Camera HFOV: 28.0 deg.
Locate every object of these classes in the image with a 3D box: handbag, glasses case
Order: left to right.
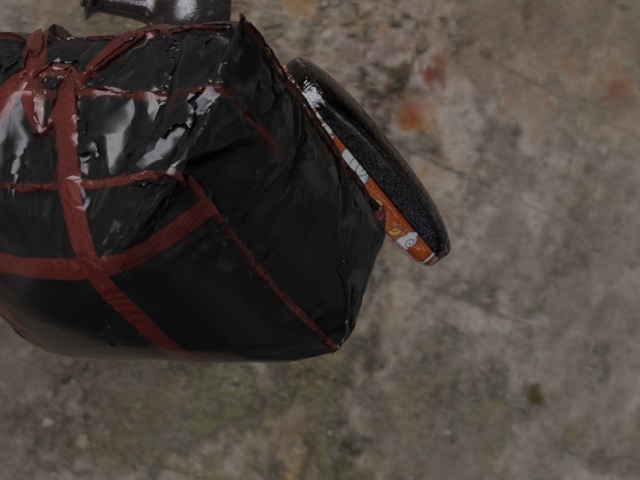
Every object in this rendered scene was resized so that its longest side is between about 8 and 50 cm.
[{"bbox_3d":[-0.096,-0.027,0.635,0.169,0.215,0.155,50,49,-51],"label":"handbag"},{"bbox_3d":[0.045,-0.074,1.263,0.067,0.103,0.266,-38,124,6],"label":"glasses case"}]

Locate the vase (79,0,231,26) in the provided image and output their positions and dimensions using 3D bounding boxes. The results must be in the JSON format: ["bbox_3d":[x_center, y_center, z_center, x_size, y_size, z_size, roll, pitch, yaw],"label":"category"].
[{"bbox_3d":[-0.206,-0.289,1.592,0.183,0.120,0.120,8,93,-15],"label":"vase"}]
